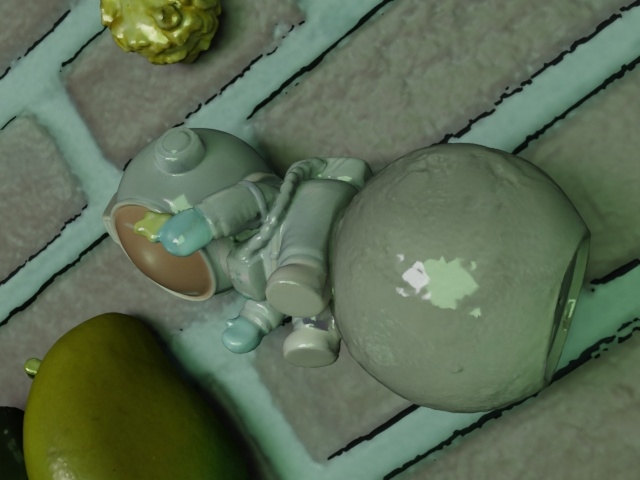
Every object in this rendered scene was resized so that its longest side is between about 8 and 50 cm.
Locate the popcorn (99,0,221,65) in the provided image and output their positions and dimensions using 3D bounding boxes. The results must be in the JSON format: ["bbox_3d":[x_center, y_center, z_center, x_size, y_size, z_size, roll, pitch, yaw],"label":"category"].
[{"bbox_3d":[-0.106,-0.157,0.552,0.082,0.057,0.083,5,96,25],"label":"popcorn"}]

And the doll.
[{"bbox_3d":[0.000,0.000,0.482,0.287,0.151,0.151,14,95,24],"label":"doll"}]

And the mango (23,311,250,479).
[{"bbox_3d":[-0.121,0.138,0.529,0.191,0.122,0.085,47,143,18],"label":"mango"}]

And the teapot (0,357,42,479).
[{"bbox_3d":[-0.212,0.165,0.567,0.119,0.130,0.165,26,67,2],"label":"teapot"}]
